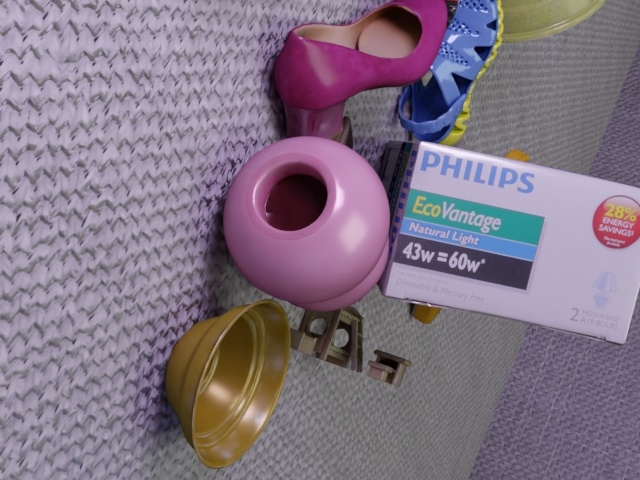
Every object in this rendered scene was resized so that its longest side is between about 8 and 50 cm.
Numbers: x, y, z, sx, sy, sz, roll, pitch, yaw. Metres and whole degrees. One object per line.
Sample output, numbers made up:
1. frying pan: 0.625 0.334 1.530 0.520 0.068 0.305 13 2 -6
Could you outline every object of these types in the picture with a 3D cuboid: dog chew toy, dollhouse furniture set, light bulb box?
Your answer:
1. dog chew toy: 0.000 0.000 1.150 0.332 0.206 0.207 56 54 -68
2. dollhouse furniture set: 0.049 0.149 1.368 0.182 0.161 0.101 36 72 -65
3. light bulb box: 0.268 -0.014 1.355 0.361 0.357 0.225 -104 -154 -83

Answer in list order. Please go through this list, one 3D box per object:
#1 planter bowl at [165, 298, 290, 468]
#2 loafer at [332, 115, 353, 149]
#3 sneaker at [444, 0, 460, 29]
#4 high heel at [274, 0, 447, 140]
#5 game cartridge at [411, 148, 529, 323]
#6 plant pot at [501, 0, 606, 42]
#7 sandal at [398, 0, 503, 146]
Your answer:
1. planter bowl: -0.130 0.166 1.093 0.217 0.090 0.217 -42 140 -50
2. loafer: 0.014 -0.125 1.271 0.056 0.050 0.148 80 20 -49
3. sneaker: 0.194 -0.438 1.390 0.125 0.104 0.262 -30 132 -60
4. high heel: 0.076 -0.287 1.192 0.377 0.127 0.181 -52 158 -33
5. game cartridge: 0.313 -0.009 1.813 0.285 0.052 0.324 -44 161 -37
6. plant pot: 0.344 -0.526 1.507 0.276 0.276 0.254 -58 138 -31
7. sandal: 0.213 -0.297 1.476 0.138 0.126 0.317 -20 128 -52
